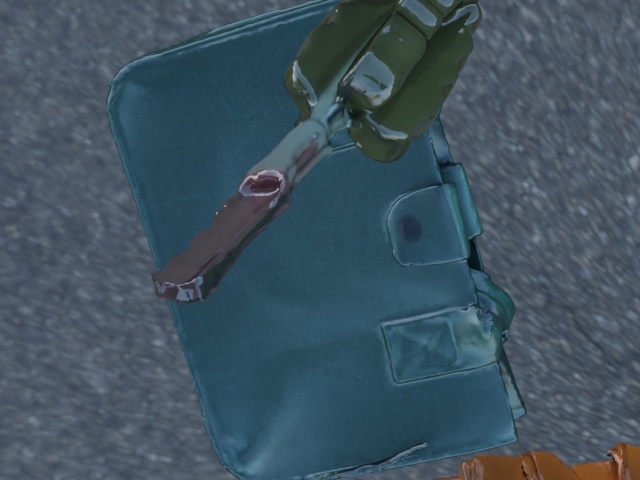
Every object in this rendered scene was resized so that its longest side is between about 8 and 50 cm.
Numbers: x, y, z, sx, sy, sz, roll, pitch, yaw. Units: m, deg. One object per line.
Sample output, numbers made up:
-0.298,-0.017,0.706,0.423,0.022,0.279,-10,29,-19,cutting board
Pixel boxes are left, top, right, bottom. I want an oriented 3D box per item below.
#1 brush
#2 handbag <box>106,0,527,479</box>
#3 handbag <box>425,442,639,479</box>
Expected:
0.000,-0.053,0.808,0.084,0.301,0.071,-1,122,28,brush
-0.001,0.000,1.117,0.238,0.089,0.326,-14,96,24,handbag
0.318,0.350,1.575,0.116,0.410,0.304,135,133,-56,handbag
